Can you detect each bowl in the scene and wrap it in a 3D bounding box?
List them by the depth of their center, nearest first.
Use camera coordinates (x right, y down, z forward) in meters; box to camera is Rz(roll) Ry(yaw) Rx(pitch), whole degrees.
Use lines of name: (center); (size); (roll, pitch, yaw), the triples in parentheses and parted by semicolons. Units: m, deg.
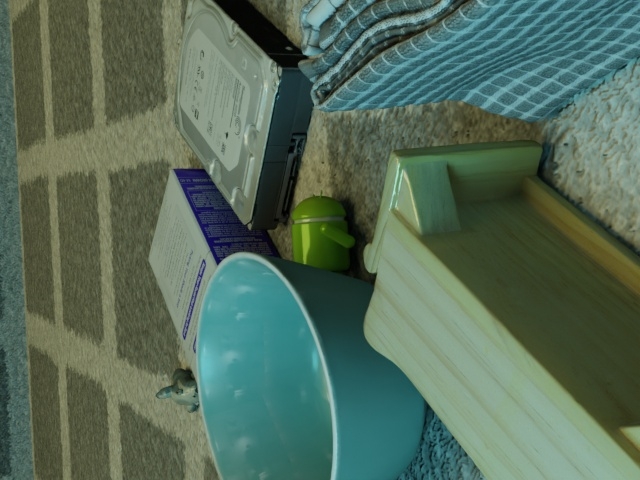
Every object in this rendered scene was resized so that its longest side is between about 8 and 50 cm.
bowl: (0.001, 0.159, 1.019); (0.311, 0.163, 0.312); (15, 107, 58)

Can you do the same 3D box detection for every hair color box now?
hair color box: (-0.137, 0.069, 1.341); (0.339, 0.110, 0.185); (61, 142, 42)

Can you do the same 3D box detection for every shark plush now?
shark plush: (-0.219, 0.235, 1.576); (0.161, 0.073, 0.067); (-40, 28, 62)

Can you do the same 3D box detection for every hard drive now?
hard drive: (-0.119, -0.198, 1.325); (0.339, 0.064, 0.237); (51, 137, 46)

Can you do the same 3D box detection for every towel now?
towel: (0.136, -0.173, 0.665); (0.283, 0.235, 0.121); (-31, 72, 59)

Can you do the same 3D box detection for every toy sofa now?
toy sofa: (0.179, 0.080, 0.697); (0.362, 0.150, 0.177); (50, 140, 49)

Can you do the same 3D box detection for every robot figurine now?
robot figurine: (0.000, 0.000, 1.114); (0.101, 0.067, 0.115); (170, 96, -74)
